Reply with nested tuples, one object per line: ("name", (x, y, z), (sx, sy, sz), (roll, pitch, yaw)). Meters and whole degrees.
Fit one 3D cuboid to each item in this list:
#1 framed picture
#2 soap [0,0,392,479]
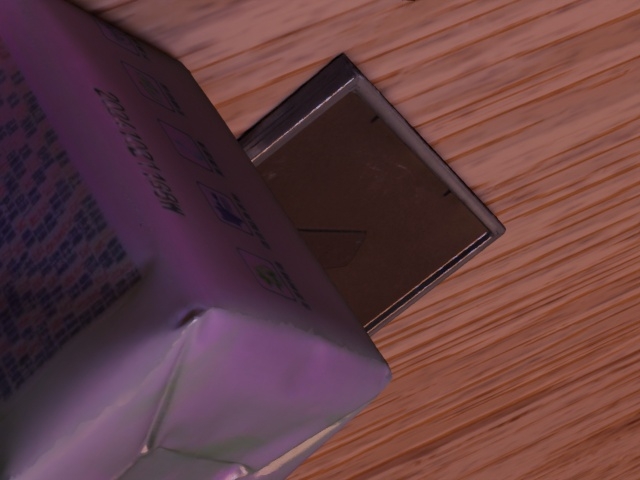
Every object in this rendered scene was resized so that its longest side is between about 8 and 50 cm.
("framed picture", (0.000, 0.000, 0.943), (0.150, 0.015, 0.203), (-39, 147, 8))
("soap", (-0.106, 0.031, 0.724), (0.182, 0.199, 0.138), (-46, 143, 16))
